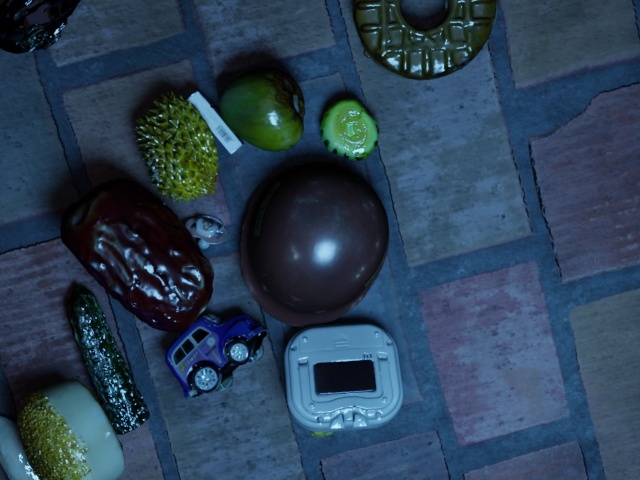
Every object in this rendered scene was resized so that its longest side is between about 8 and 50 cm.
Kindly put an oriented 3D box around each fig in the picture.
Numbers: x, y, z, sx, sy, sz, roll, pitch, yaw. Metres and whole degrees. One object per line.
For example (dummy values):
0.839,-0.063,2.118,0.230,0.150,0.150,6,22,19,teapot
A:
-0.126,-0.288,1.825,0.191,0.181,0.180,8,97,6,fig

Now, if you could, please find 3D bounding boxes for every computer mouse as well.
-0.631,-0.510,1.847,0.242,0.077,0.146,-43,97,4,computer mouse

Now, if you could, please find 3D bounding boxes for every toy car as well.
-0.238,0.249,1.903,0.235,0.172,0.158,-41,81,0,toy car

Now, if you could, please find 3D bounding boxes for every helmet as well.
0.000,0.000,1.809,0.338,0.230,0.384,28,82,-7,helmet

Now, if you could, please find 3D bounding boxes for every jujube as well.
-0.394,0.026,1.819,0.377,0.258,0.258,39,95,-2,jujube

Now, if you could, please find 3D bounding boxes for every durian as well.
-0.327,-0.202,1.841,0.138,0.183,0.249,-26,92,-29,durian

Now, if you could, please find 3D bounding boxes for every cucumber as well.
-0.504,0.271,1.933,0.096,0.096,0.359,-21,97,2,cucumber

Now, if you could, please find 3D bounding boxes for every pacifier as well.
-0.263,-0.014,1.922,0.099,0.081,0.078,22,129,7,pacifier

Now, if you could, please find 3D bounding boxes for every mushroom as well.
-0.692,0.574,1.970,0.123,0.095,0.351,-20,95,19,mushroom

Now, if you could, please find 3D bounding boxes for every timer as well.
0.052,0.300,1.858,0.262,0.087,0.236,-4,63,-5,timer

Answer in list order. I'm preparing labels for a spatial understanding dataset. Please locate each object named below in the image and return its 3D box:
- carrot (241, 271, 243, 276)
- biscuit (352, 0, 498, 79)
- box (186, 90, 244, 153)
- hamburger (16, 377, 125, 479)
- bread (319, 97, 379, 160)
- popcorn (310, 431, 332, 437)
-0.091,0.083,1.931,0.186,0.060,0.060,10,97,-5,carrot
0.231,-0.516,1.839,0.332,0.103,0.331,0,96,-1,biscuit
-0.234,-0.264,1.874,0.040,0.084,0.154,-40,96,6,box
-0.564,0.451,1.860,0.179,0.294,0.276,-30,81,-27,hamburger
0.067,-0.249,1.885,0.139,0.071,0.130,30,93,-2,bread
-0.004,0.384,1.937,0.126,0.125,0.145,-10,108,-8,popcorn
